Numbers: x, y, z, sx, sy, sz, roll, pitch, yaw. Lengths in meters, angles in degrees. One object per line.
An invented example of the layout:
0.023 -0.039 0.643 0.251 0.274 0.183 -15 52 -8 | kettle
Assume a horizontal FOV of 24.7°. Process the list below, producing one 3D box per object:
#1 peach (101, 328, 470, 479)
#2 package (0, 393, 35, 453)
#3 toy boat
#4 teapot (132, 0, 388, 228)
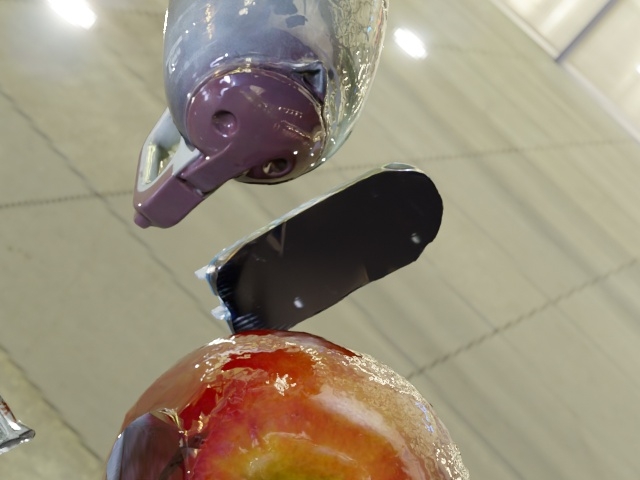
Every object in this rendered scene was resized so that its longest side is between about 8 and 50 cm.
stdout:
-0.057 0.254 1.462 0.310 0.335 0.406 13 -2 -32 | peach
-0.263 0.135 1.171 0.015 0.037 0.110 53 -13 39 | package
0.000 0.000 1.738 0.092 0.299 0.134 34 -31 60 | toy boat
-0.082 -0.159 1.511 0.233 0.315 0.312 38 33 -21 | teapot
